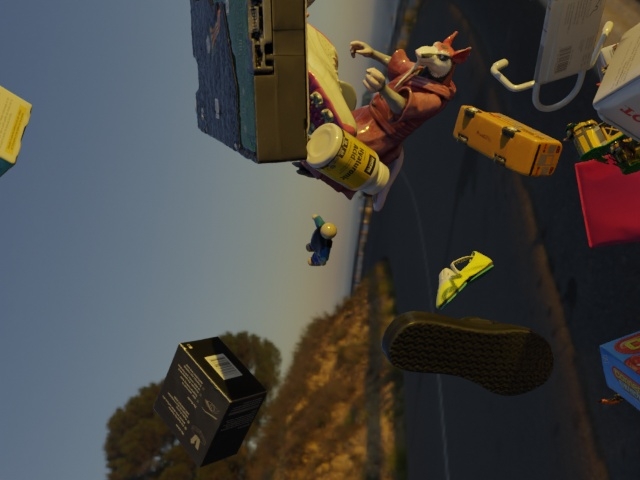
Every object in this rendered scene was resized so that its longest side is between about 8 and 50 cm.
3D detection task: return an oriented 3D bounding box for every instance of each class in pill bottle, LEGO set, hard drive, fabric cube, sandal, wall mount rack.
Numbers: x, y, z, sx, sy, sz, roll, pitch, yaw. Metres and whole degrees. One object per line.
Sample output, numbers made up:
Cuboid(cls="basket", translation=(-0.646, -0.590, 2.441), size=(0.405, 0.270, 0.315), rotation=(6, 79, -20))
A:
Cuboid(cls="pill bottle", translation=(0.040, -0.107, 0.957), size=(0.065, 0.116, 0.065), rotation=(-26, 52, 37))
Cuboid(cls="LEGO set", translation=(0.662, -0.288, 1.504), size=(0.255, 0.332, 0.192), rotation=(-40, 59, 45))
Cuboid(cls="hard drive", translation=(-0.093, -0.229, 0.812), size=(0.339, 0.064, 0.236), rotation=(-143, 49, -66))
Cuboid(cls="fabric cube", translation=(0.909, -0.126, 1.927), size=(0.258, 0.259, 0.254), rotation=(-18, 80, 59))
Cuboid(cls="sandal", translation=(0.327, 0.223, 1.510), size=(0.167, 0.446, 0.107), rotation=(-62, 28, 20))
Cuboid(cls="wall mount rack", translation=(0.481, -0.427, 1.313), size=(0.350, 0.304, 0.130), rotation=(84, 163, -50))

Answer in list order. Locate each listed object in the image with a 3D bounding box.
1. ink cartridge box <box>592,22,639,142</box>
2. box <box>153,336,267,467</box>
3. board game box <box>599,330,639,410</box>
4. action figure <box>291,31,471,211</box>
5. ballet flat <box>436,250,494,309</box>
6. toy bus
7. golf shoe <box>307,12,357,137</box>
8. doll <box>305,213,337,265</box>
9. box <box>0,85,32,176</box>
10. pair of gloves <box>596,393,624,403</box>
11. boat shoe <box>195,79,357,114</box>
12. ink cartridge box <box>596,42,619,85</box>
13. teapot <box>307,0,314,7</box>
Cuboid(cls="ink cartridge box", translation=(0.625, -0.240, 0.953), size=(0.166, 0.286, 0.395), rotation=(-62, 9, -17))
Cuboid(cls="box", translation=(-0.197, 0.281, 1.229), size=(0.093, 0.156, 0.158), rotation=(-3, -54, -49))
Cuboid(cls="board game box", translation=(0.669, 0.209, 1.112), size=(0.302, 0.308, 0.086), rotation=(-123, 14, -74))
Cuboid(cls="action figure", translation=(0.132, -0.211, 1.242), size=(0.370, 0.276, 0.248), rotation=(-36, 24, 33))
Cuboid(cls="ballet flat", translation=(0.346, 0.094, 1.756), size=(0.231, 0.077, 0.077), rotation=(-31, -19, -35))
Cuboid(cls="toy bus", translation=(0.535, -0.297, 2.038), size=(0.332, 0.130, 0.108), rotation=(45, 132, 51))
Cuboid(cls="golf shoe", translation=(-0.009, -0.295, 1.215), size=(0.306, 0.140, 0.115), rotation=(56, 151, 17))
Cuboid(cls="doll", translation=(0.000, 0.000, 1.634), size=(0.189, 0.046, 0.129), rotation=(123, 140, -70))
Cuboid(cls="box", translation=(-0.444, -0.163, 0.748), size=(0.244, 0.060, 0.100), rotation=(33, -140, -38))
Cuboid(cls="pair of gloves", translation=(0.744, 0.396, 1.741), size=(0.083, 0.074, 0.010), rotation=(129, 140, -53))
Cuboid(cls="boat shoe", translation=(-0.113, -0.311, 1.517), size=(0.156, 0.367, 0.135), rotation=(37, 133, 51))
Cuboid(cls="ink cartridge box", translation=(0.981, -0.565, 2.072), size=(0.385, 0.308, 0.091), rotation=(-30, -79, -72))
Cuboid(cls="teapot", translation=(-0.119, -0.672, 1.696), size=(0.256, 0.253, 0.187), rotation=(59, -152, 2))
